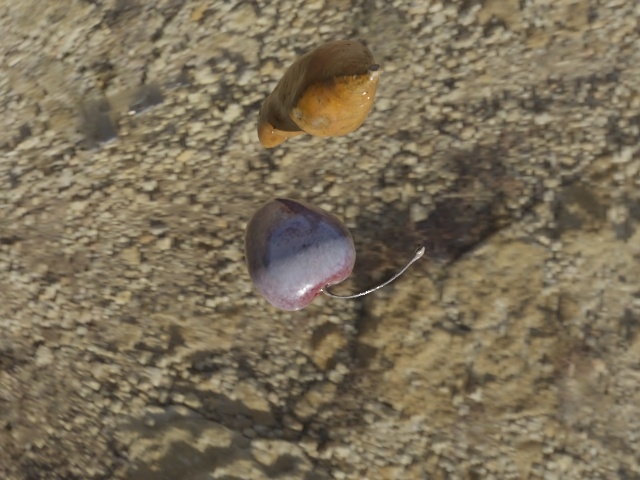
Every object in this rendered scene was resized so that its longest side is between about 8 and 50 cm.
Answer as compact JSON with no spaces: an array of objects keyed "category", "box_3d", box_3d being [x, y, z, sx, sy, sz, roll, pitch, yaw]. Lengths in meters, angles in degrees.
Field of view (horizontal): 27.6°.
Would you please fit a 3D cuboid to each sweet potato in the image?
[{"category":"sweet potato","box_3d":[0.007,-0.174,1.545,0.112,0.359,0.112,1,87,-17]}]

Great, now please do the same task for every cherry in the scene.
[{"category":"cherry","box_3d":[-0.003,-0.004,1.533,0.188,0.148,0.115,-36,134,-4]}]
